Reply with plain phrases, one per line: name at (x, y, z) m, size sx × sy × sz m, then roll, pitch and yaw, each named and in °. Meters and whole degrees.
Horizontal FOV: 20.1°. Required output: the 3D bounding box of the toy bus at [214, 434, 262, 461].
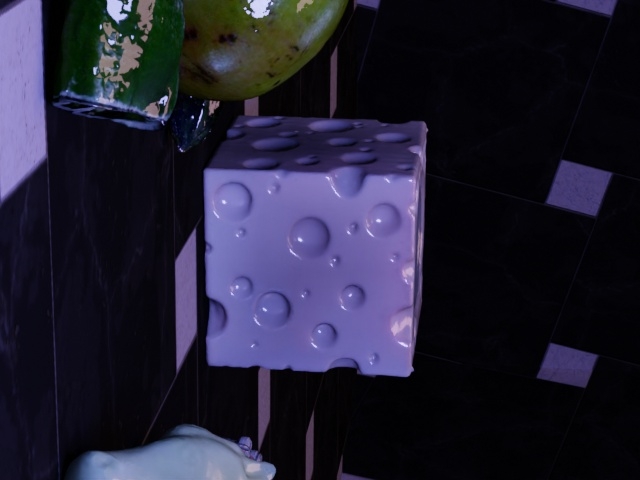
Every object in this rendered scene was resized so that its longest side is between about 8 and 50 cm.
toy bus at (-0.111, 0.250, 1.937) m, size 0.174 × 0.079 × 0.077 m, roll 74°, pitch 27°, yaw -74°

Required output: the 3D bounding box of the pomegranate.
pomegranate at (-0.085, -0.207, 1.489) m, size 0.159 × 0.190 × 0.241 m, roll -60°, pitch 167°, yaw -16°

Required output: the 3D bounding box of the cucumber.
cucumber at (-0.112, -0.206, 1.757) m, size 0.067 × 0.067 × 0.245 m, roll 54°, pitch 37°, yaw -81°

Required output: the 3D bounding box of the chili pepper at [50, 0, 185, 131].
chili pepper at (-0.142, -0.223, 1.328) m, size 0.136 × 0.099 × 0.270 m, roll 9°, pitch 89°, yaw -59°

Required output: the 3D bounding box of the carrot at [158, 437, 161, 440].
carrot at (-0.154, 0.252, 1.544) m, size 0.314 × 0.066 × 0.066 m, roll -61°, pitch 153°, yaw -67°

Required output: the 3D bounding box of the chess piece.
chess piece at (-0.122, 0.269, 1.370) m, size 0.176 × 0.176 × 0.298 m, roll 85°, pitch 8°, yaw -54°

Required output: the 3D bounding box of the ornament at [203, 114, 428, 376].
ornament at (0.000, 0.000, 2.103) m, size 0.239 × 0.240 × 0.239 m, roll -69°, pitch 161°, yaw -70°
